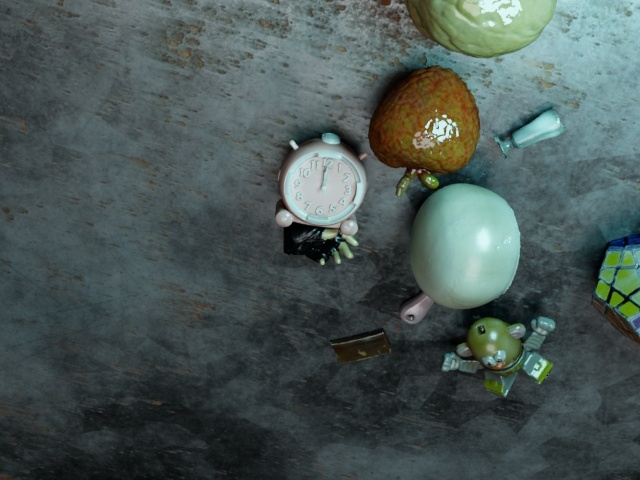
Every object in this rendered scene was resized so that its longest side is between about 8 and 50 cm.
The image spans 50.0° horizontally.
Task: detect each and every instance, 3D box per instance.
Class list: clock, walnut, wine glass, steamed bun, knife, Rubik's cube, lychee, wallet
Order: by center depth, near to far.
[{"bbox_3d":[0.310,-0.502,1.363,0.312,0.252,0.277,4,86,-26],"label":"walnut"},{"bbox_3d":[0.235,-0.247,1.581,0.255,0.255,0.300,10,88,-5],"label":"lychee"},{"bbox_3d":[0.507,-0.259,1.671,0.155,0.072,0.072,-26,121,20],"label":"wine glass"},{"bbox_3d":[0.342,0.013,1.723,0.206,0.324,0.324,5,128,-14],"label":"steamed bun"},{"bbox_3d":[0.005,-0.156,1.741,0.227,0.142,0.241,7,117,-7],"label":"clock"},{"bbox_3d":[0.875,0.121,1.816,0.318,0.319,0.264,-15,99,14],"label":"Rubik's cube"},{"bbox_3d":[0.340,0.115,1.990,0.081,0.043,0.336,31,116,-11],"label":"knife"},{"bbox_3d":[0.128,0.335,2.160,0.176,0.026,0.095,-17,118,14],"label":"wallet"}]

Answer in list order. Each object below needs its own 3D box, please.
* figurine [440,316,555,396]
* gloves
[{"bbox_3d":[0.534,0.330,2.044,0.342,0.167,0.285,-38,127,3],"label":"figurine"},{"bbox_3d":[0.000,0.000,1.855,0.203,0.124,0.164,1,158,-2],"label":"gloves"}]
